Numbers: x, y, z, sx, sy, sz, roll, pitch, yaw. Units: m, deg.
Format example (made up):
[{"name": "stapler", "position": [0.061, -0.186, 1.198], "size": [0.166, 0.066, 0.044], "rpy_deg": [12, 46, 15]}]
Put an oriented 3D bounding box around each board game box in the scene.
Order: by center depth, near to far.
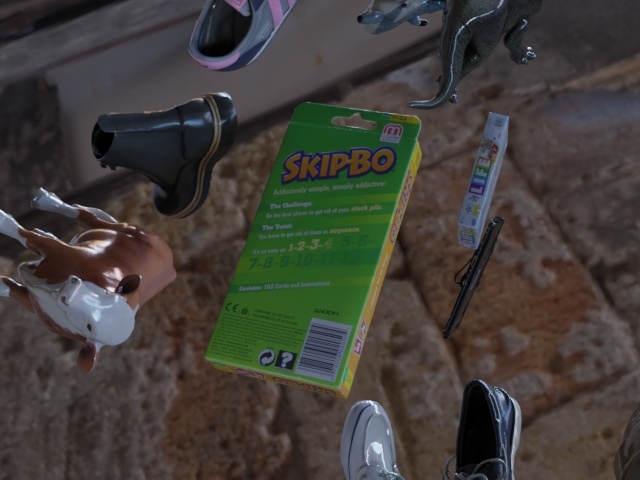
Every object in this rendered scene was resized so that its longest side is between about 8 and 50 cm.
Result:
[{"name": "board game box", "position": [0.000, 0.000, 0.986], "size": [0.039, 0.124, 0.259], "rpy_deg": [58, 46, -62]}, {"name": "board game box", "position": [0.211, -0.075, 1.472], "size": [0.103, 0.026, 0.154], "rpy_deg": [63, 43, -72]}]

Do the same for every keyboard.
[{"name": "keyboard", "position": [0.219, 0.050, 1.699], "size": [0.038, 0.192, 0.100], "rpy_deg": [26, 14, 15]}]

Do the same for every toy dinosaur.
[{"name": "toy dinosaur", "position": [0.184, -0.255, 1.274], "size": [0.121, 0.313, 0.160], "rpy_deg": [44, -32, 27]}]

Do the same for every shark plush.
[{"name": "shark plush", "position": [0.126, -0.322, 1.568], "size": [0.067, 0.161, 0.073], "rpy_deg": [52, 37, -42]}]

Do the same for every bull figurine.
[{"name": "bull figurine", "position": [-0.245, 0.033, 1.151], "size": [0.188, 0.101, 0.310], "rpy_deg": [28, 10, 3]}]

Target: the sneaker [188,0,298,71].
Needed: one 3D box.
[{"name": "sneaker", "position": [-0.079, -0.367, 1.578], "size": [0.112, 0.319, 0.131], "rpy_deg": [34, 24, 9]}]

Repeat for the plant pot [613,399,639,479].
[{"name": "plant pot", "position": [0.458, 0.223, 1.363], "size": [0.237, 0.237, 0.110], "rpy_deg": [65, 10, -47]}]

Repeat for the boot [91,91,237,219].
[{"name": "boot", "position": [-0.179, -0.081, 1.149], "size": [0.077, 0.137, 0.198], "rpy_deg": [66, -32, 24]}]

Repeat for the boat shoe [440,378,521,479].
[{"name": "boat shoe", "position": [0.209, 0.300, 1.462], "size": [0.079, 0.095, 0.254], "rpy_deg": [36, 52, -33]}]

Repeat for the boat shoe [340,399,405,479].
[{"name": "boat shoe", "position": [0.080, 0.320, 1.462], "size": [0.076, 0.083, 0.226], "rpy_deg": [-2, -89, 51]}]
